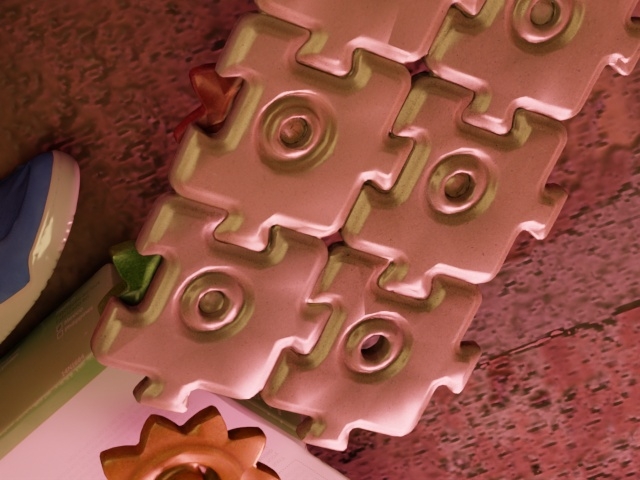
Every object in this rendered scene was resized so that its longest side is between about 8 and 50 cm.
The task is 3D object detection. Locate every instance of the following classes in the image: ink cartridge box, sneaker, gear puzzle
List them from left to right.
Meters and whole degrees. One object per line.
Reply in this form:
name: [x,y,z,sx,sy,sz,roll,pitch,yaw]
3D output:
sneaker: [-0.172,0.009,0.811,0.084,0.058,0.152,25,124,-24]
ink cartridge box: [-0.067,0.132,0.888,0.171,0.056,0.235,-41,125,21]
gear puzzle: [0.000,0.000,0.775,0.175,0.044,0.339,16,110,-29]
